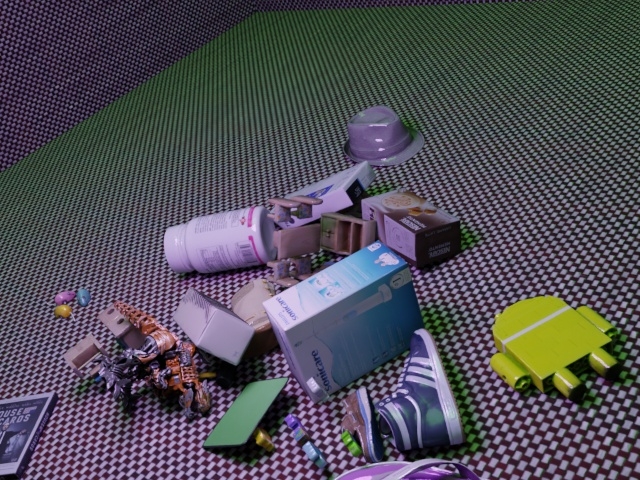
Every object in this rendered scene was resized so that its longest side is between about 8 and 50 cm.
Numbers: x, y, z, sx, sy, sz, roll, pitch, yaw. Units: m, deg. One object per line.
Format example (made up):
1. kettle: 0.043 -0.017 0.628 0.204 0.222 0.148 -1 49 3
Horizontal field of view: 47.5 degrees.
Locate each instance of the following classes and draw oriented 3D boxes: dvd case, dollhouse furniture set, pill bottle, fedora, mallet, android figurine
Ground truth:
1. dvd case: -0.732 0.458 1.688 0.179 0.029 0.238 -11 34 11
2. dollhouse furniture set: -0.515 0.267 1.774 0.184 0.129 0.129 -39 37 -19
3. pill bottle: -0.275 0.004 2.009 0.283 0.160 0.160 -9 34 14
4. fedora: 0.189 -0.350 2.335 0.244 0.124 0.275 -36 37 -24
5. mallet: -0.279 0.307 1.683 0.190 0.039 0.062 -5 36 26
6. dollhouse furniture set: 0.000 0.000 1.840 0.242 0.212 0.161 -11 19 -44
7. android figurine: 0.455 0.204 1.446 0.248 0.056 0.273 -27 34 -12

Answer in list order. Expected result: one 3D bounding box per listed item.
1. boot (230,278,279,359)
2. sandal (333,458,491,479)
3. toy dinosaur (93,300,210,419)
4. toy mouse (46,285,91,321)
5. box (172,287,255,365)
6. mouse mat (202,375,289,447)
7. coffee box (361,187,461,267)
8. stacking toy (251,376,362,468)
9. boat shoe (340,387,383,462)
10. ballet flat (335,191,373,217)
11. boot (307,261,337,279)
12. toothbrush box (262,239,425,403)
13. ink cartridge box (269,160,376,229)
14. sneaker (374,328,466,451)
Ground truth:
1. boot: -0.098 0.161 1.748 0.262 0.095 0.203 -25 32 8
2. sandal: 0.186 0.427 1.208 0.417 0.102 0.169 -3 36 23
3. toy dinosaur: -0.377 0.276 1.643 0.218 0.164 0.322 -33 45 -16
4. toy mouse: -0.722 0.166 2.110 0.161 0.031 0.143 5 40 33
5. box: -0.251 0.192 1.672 0.094 0.113 0.275 -61 24 -5
6. mouse mat: -0.155 0.358 1.518 0.153 0.007 0.189 -18 24 45
7. coffee box: 0.228 -0.038 1.854 0.141 0.098 0.246 -17 30 -22
8. stacking toy: -0.026 0.386 1.388 0.167 0.052 0.221 -42 38 0
9. boat shoe: 0.077 0.364 1.401 0.066 0.066 0.183 -22 25 7
10. ballet flat: 0.083 -0.074 2.033 0.067 0.073 0.206 19 50 30
11. boot: 0.083 0.102 1.741 0.219 0.082 0.106 15 31 11
12. toothbrush box: 0.057 0.172 1.548 0.296 0.216 0.126 -29 34 -14
13. ink cartridge box: -0.010 -0.116 2.078 0.333 0.065 0.165 -18 22 41
14. sneaker: 0.174 0.290 1.422 0.153 0.099 0.282 -15 36 2
